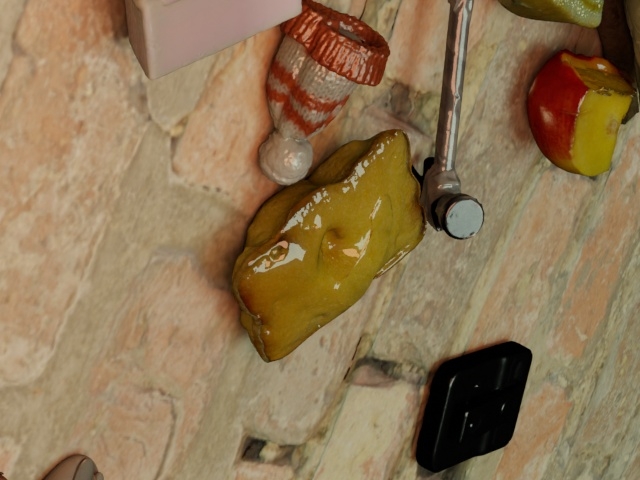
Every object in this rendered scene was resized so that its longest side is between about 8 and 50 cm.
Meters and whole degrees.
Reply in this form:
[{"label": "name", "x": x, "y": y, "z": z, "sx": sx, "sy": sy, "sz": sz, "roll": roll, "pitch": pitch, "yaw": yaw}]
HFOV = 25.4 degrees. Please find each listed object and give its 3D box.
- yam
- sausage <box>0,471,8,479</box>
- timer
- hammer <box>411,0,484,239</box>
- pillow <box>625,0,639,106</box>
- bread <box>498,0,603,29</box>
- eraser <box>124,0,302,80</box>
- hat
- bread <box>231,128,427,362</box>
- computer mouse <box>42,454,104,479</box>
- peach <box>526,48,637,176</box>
[{"label": "yam", "x": 0.348, "y": -0.269, "z": 1.696, "sx": 0.045, "sy": 0.045, "sz": 0.326, "roll": -23, "pitch": 135, "yaw": -3}, {"label": "sausage", "x": -0.301, "y": 0.191, "z": 1.113, "sx": 0.158, "sy": 0.036, "sz": 0.042, "roll": 25, "pitch": 81, "yaw": -55}, {"label": "timer", "x": 0.196, "y": 0.209, "z": 1.769, "sx": 0.187, "sy": 0.055, "sz": 0.144, "roll": -11, "pitch": 119, "yaw": -50}, {"label": "hammer", "x": 0.141, "y": -0.218, "z": 1.393, "sx": 0.044, "sy": 0.152, "sz": 0.426, "roll": 2, "pitch": 106, "yaw": -14}, {"label": "pillow", "x": 0.394, "y": -0.297, "z": 1.657, "sx": 0.280, "sy": 0.076, "sz": 0.274, "roll": 73, "pitch": 28, "yaw": -45}, {"label": "bread", "x": 0.234, "y": -0.273, "z": 1.489, "sx": 0.110, "sy": 0.103, "sz": 0.156, "roll": -45, "pitch": 134, "yaw": -36}, {"label": "eraser", "x": -0.088, "y": -0.337, "z": 1.039, "sx": 0.213, "sy": 0.082, "sz": 0.396, "roll": -33, "pitch": 134, "yaw": -38}, {"label": "hat", "x": -0.011, "y": -0.128, "z": 1.285, "sx": 0.112, "sy": 0.093, "sz": 0.162, "roll": 10, "pitch": 120, "yaw": -45}, {"label": "bread", "x": 0.000, "y": 0.000, "z": 1.360, "sx": 0.233, "sy": 0.088, "sz": 0.160, "roll": -43, "pitch": 135, "yaw": -25}, {"label": "computer mouse", "x": -0.222, "y": 0.235, "z": 1.240, "sx": 0.096, "sy": 0.039, "sz": 0.066, "roll": -50, "pitch": 143, "yaw": -23}, {"label": "peach", "x": 0.293, "y": -0.147, "z": 1.635, "sx": 0.151, "sy": 0.118, "sz": 0.151, "roll": 16, "pitch": 90, "yaw": -89}]
